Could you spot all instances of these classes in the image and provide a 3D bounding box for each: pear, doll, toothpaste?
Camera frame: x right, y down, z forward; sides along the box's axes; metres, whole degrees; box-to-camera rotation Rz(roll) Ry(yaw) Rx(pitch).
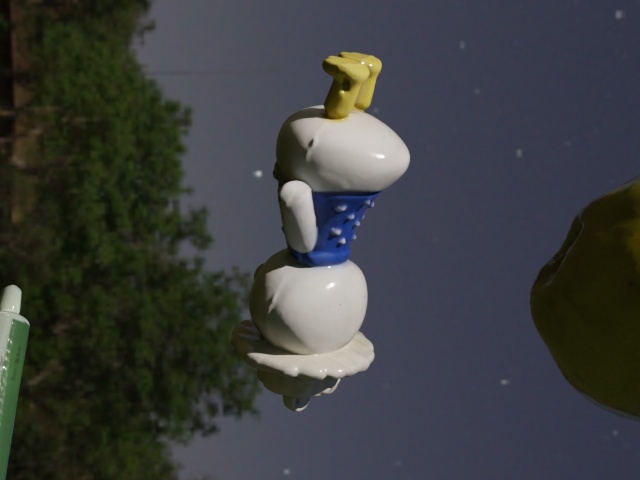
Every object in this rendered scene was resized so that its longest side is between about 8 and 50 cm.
[{"bbox_3d":[0.419,0.069,1.288,0.287,0.375,0.287,17,90,-77],"label":"pear"},{"bbox_3d":[0.000,0.000,0.942,0.138,0.119,0.293,-29,131,-62],"label":"doll"},{"bbox_3d":[-0.410,0.231,1.476,0.061,0.099,0.392,50,37,-54],"label":"toothpaste"}]
